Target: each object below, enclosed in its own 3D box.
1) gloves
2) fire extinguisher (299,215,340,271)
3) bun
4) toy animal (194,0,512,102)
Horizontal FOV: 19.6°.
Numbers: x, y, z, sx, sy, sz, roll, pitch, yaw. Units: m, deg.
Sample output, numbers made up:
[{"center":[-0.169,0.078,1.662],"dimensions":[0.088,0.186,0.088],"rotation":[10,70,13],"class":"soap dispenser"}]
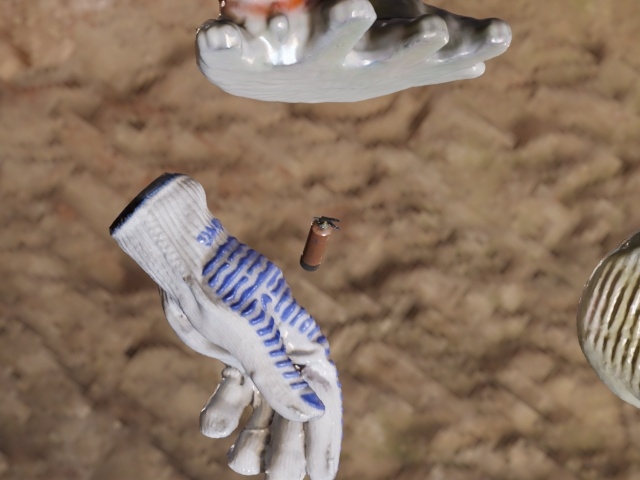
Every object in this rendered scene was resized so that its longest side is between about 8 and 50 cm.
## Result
[{"center":[-0.053,0.060,1.203],"dimensions":[0.229,0.097,0.119],"rotation":[64,170,4],"class":"gloves"},{"center":[0.000,0.000,1.789],"dimensions":[0.028,0.022,0.083],"rotation":[21,144,1],"class":"fire extinguisher"},{"center":[0.380,0.073,1.859],"dimensions":[0.237,0.210,0.116],"rotation":[11,-175,23],"class":"bun"},{"center":[0.019,-0.238,1.782],"dimensions":[0.266,0.308,0.188],"rotation":[87,167,-68],"class":"toy animal"}]
